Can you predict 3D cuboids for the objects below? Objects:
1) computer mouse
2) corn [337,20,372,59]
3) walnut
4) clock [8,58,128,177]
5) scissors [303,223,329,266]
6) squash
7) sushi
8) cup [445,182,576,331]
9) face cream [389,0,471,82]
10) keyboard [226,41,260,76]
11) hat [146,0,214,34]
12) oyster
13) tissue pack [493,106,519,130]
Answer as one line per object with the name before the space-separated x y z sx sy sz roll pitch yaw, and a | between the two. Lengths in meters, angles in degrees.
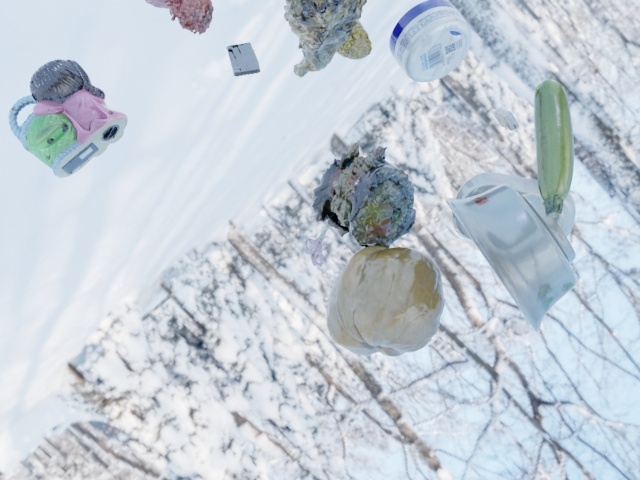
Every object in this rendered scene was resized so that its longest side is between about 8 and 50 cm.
computer mouse | 0.472 -0.078 1.616 0.121 0.296 0.184 -76 171 -61
corn | 0.034 -0.592 1.755 0.119 0.322 0.119 -24 145 -18
walnut | 0.163 0.147 1.599 0.296 0.285 0.285 -16 -155 49
clock | -0.515 -0.249 1.308 0.194 0.195 0.100 -41 173 -11
scissors | -0.001 0.000 2.225 0.021 0.110 0.212 -18 -154 33
squash | 0.417 -0.165 1.172 0.066 0.066 0.252 153 -62 -77
sushi | 0.106 -0.107 1.661 0.218 0.225 0.239 22 -114 41
cup | 0.433 0.011 1.419 0.163 0.347 0.347 -34 -174 11
face cream | 0.297 -0.527 1.753 0.205 0.111 0.206 -20 148 -13
keyboard | -0.233 -0.552 1.995 0.087 0.017 0.251 -11 -144 -8
hat | -0.283 -0.522 1.244 0.236 0.287 0.107 -26 -179 -27
oyster | 0.028 -0.504 1.498 0.204 0.111 0.396 -23 170 -6
tissue pack | 0.580 -0.380 2.056 0.035 0.063 0.083 -38 -160 5
